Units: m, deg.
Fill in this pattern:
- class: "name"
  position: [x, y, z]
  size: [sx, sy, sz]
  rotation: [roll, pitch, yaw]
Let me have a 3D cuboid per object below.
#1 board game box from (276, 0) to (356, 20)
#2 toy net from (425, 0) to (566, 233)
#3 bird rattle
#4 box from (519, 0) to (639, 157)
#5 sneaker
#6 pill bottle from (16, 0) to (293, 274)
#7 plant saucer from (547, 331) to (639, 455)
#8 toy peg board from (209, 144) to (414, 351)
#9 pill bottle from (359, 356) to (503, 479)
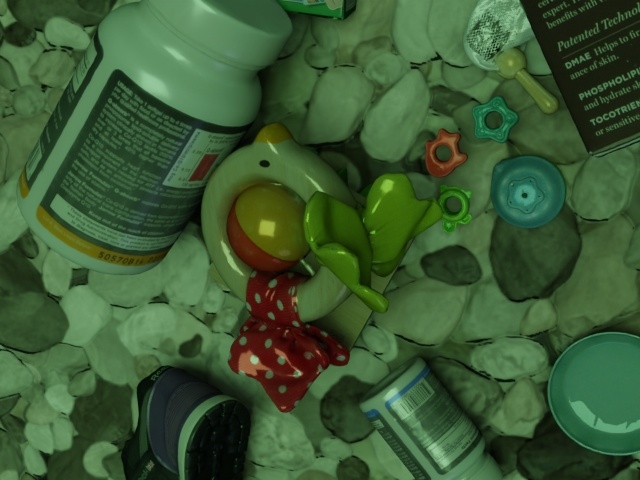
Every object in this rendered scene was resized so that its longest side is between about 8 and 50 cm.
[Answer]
- class: "board game box"
  position: [-0.064, -0.367, 0.803]
  size: [0.214, 0.046, 0.317]
  rotation: [12, 118, 15]
- class: "toy net"
  position: [0.156, -0.124, 0.828]
  size: [0.122, 0.045, 0.232]
  rotation: [0, 99, 19]
- class: "bird rattle"
  position: [-0.020, 0.012, 0.814]
  size: [0.207, 0.143, 0.253]
  rotation: [51, 137, 9]
- class: "box"
  position: [0.262, -0.198, 0.694]
  size: [0.167, 0.168, 0.203]
  rotation: [-24, 93, 39]
- class: "sneaker"
  position: [-0.156, 0.265, 0.981]
  size: [0.124, 0.107, 0.283]
  rotation: [27, 113, 36]
- class: "pill bottle"
  position: [-0.152, -0.114, 0.840]
  size: [0.162, 0.162, 0.278]
  rotation: [41, 116, 6]
- class: "plant saucer"
  position: [0.272, 0.139, 0.853]
  size: [0.120, 0.021, 0.119]
  rotation: [3, 102, 16]
- class: "toy peg board"
  position: [0.000, 0.000, 0.890]
  size: [0.161, 0.079, 0.160]
  rotation: [32, 123, 9]
- class: "pill bottle"
  position: [0.108, 0.187, 0.882]
  size: [0.078, 0.078, 0.137]
  rotation: [-38, 88, 19]
